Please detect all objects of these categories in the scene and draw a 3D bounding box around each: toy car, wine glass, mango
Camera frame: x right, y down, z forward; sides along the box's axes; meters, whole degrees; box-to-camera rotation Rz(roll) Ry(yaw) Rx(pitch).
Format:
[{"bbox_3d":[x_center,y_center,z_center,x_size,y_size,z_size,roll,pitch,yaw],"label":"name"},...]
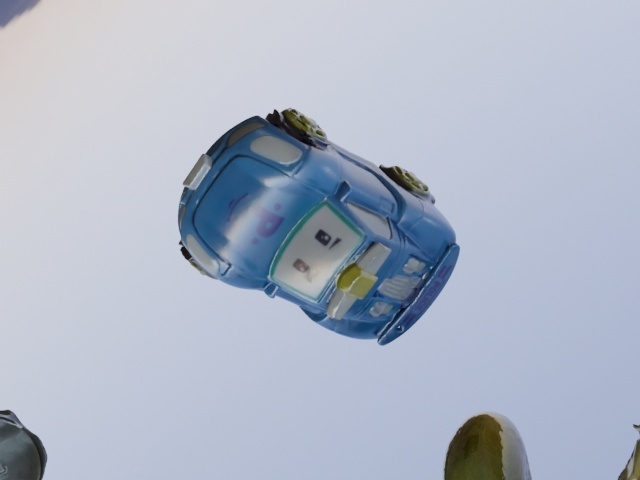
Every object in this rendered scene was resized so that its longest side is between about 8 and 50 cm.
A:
[{"bbox_3d":[0.000,0.000,1.214,0.198,0.314,0.166,-53,-141,14],"label":"toy car"},{"bbox_3d":[-0.325,0.226,1.051,0.183,0.122,0.122,-42,-161,44],"label":"wine glass"},{"bbox_3d":[0.187,0.305,1.284,0.091,0.137,0.237,-7,-104,26],"label":"mango"}]

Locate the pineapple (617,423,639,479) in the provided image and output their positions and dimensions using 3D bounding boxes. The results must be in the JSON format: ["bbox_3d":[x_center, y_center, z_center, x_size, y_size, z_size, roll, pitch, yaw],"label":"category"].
[{"bbox_3d":[0.371,0.317,0.952,0.209,0.286,0.344,-95,-166,-56],"label":"pineapple"}]
